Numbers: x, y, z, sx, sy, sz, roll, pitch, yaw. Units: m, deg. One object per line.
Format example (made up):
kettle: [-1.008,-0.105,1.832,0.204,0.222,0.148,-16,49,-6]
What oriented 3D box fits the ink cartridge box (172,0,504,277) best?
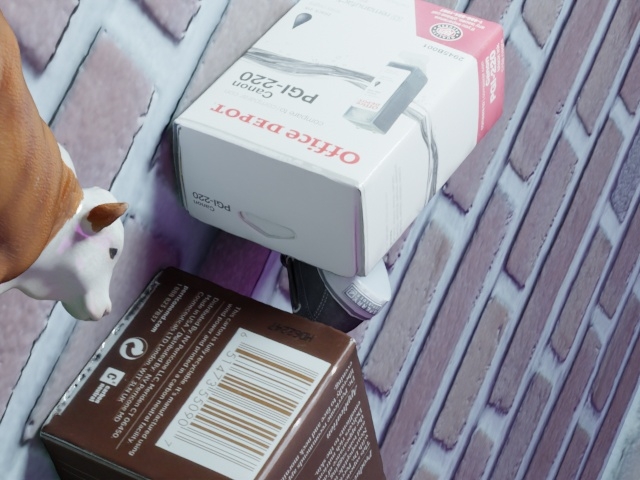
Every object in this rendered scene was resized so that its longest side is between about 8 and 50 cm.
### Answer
ink cartridge box: [0.017,-0.089,1.293,0.218,0.158,0.092,-50,150,-37]

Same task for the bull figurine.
bull figurine: [-0.204,-0.028,0.962,0.188,0.101,0.310,-54,151,-27]

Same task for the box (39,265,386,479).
box: [-0.070,0.162,1.287,0.168,0.167,0.203,-55,151,-31]

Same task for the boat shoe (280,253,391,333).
boat shoe: [0.000,0.000,1.350,0.080,0.228,0.076,36,112,-30]
